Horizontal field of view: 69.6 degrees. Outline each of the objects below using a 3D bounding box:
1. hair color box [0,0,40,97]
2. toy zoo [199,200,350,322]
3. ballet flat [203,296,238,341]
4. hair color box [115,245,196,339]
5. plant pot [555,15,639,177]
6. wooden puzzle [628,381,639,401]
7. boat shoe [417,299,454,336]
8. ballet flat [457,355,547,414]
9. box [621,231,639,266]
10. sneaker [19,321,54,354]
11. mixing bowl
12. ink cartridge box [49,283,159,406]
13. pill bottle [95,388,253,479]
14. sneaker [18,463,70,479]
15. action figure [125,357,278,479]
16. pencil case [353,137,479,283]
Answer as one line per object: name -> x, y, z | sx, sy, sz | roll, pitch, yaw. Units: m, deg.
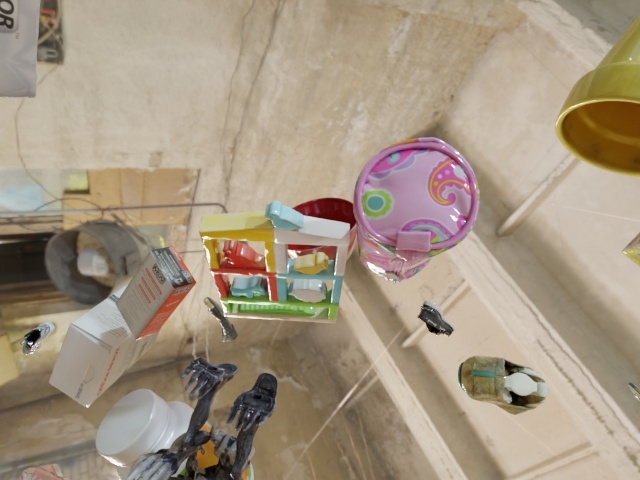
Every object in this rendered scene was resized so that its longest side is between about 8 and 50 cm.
hair color box -> -0.331, -0.168, 0.181 | 0.114, 0.374, 0.185 | 55, -46, 20
toy zoo -> -0.061, 0.040, 0.665 | 0.293, 0.192, 0.030 | 93, 0, -55
ballet flat -> -0.278, 0.221, 1.264 | 0.057, 0.049, 0.173 | 50, -14, 53
hair color box -> -0.248, 0.080, 0.688 | 0.141, 0.043, 0.072 | -45, -107, 33
plant pot -> 0.615, -0.284, 0.864 | 0.254, 0.254, 0.239 | 14, -106, 61
wooden puzzle -> 0.442, 0.220, 0.621 | 0.006, 0.083, 0.049 | -39, -150, 7
boat shoe -> 0.210, 0.152, 0.841 | 0.046, 0.125, 0.038 | 22, -107, 38
ballet flat -> 0.441, 0.327, 1.036 | 0.123, 0.348, 0.123 | -23, -124, 39
box -> 0.603, -0.052, 0.738 | 0.058, 0.232, 0.087 | 45, 2, 14
sneaker -> -0.657, 0.228, 1.042 | 0.098, 0.038, 0.069 | -49, -179, 6
mixing bowl -> 0.000, 0.000, 0.947 | 0.181, 0.181, 0.098 | 44, -23, 51
ink cartridge box -> -0.372, 0.174, 0.842 | 0.148, 0.085, 0.203 | -60, 178, 22
pill bottle -> -0.222, 0.340, 0.717 | 0.136, 0.136, 0.246 | 36, -18, 55
sneaker -> -0.499, 0.445, 0.827 | 0.134, 0.070, 0.051 | 5, -99, 47
action figure -> -0.129, 0.272, 0.514 | 0.164, 0.141, 0.276 | 22, -68, 25
pencil case -> 0.099, -0.017, 0.547 | 0.284, 0.124, 0.124 | 67, 12, -79
